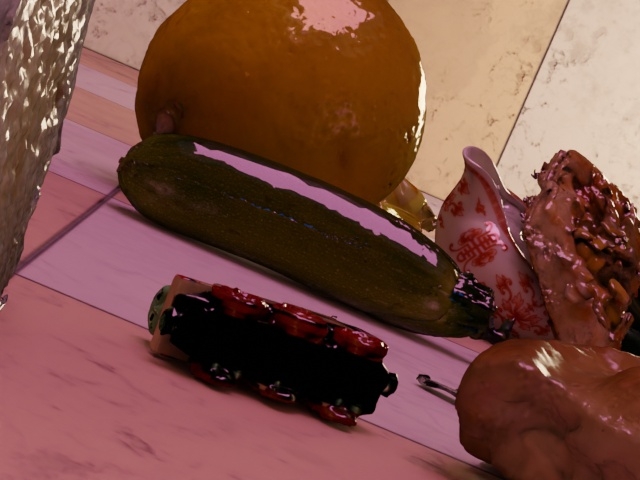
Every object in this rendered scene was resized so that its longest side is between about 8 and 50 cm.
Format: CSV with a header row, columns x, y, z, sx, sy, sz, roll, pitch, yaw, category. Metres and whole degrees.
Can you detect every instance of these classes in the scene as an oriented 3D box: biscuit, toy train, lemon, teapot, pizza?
x,y,z,sx,sy,sz,roll,pitch,yaw,category
0.211,0.126,0.998,0.274,0.091,0.213,25,11,25,biscuit
-0.028,0.053,1.003,0.138,0.050,0.087,19,2,-28,toy train
-0.046,-0.115,1.655,0.219,0.240,0.240,-21,33,-33,lemon
0.174,0.029,1.710,0.245,0.116,0.159,40,14,-26,teapot
0.235,0.011,1.663,0.147,0.069,0.226,56,31,-17,pizza

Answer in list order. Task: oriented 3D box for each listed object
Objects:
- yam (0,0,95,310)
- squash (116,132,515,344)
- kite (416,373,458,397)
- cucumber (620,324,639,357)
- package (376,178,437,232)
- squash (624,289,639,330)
x,y,z,sx,sy,sz,roll,pitch,yaw,category
-0.257,-0.113,0.840,0.348,0.241,0.241,22,5,9,yam
0.000,-0.001,1.478,0.331,0.087,0.087,24,5,4,squash
0.190,0.150,1.176,0.314,0.011,0.335,26,5,34,kite
0.255,0.082,1.869,0.056,0.056,0.284,20,4,-31,cucumber
0.011,-0.064,2.081,0.168,0.090,0.226,21,3,-44,package
0.384,0.058,1.849,0.172,0.218,0.218,-28,37,-30,squash
